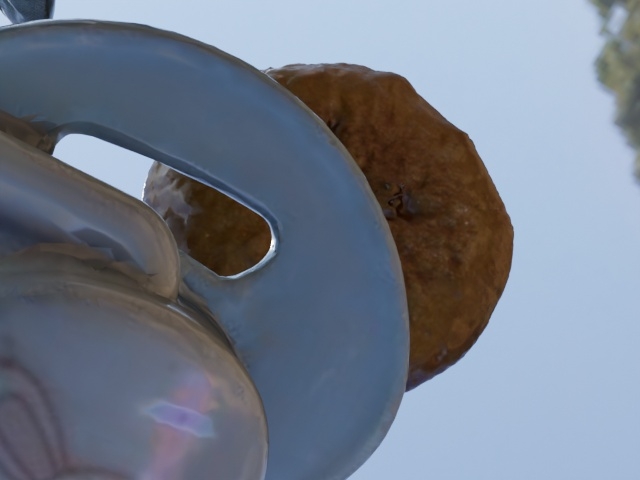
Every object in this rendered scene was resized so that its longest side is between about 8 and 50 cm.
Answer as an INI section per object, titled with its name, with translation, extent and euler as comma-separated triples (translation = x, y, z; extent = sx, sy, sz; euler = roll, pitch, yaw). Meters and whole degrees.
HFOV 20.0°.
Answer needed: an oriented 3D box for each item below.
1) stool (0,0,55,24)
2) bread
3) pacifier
[stool]
translation = -0.333, -0.297, 1.248
extent = 0.226, 0.310, 0.310
euler = -19, -128, -10
[bread]
translation = 0.002, 0.005, 1.539
extent = 0.312, 0.172, 0.312
euler = 2, -110, -4
[pacifier]
translation = -0.114, 0.061, 0.603
extent = 0.238, 0.287, 0.226
euler = 22, -178, -15
